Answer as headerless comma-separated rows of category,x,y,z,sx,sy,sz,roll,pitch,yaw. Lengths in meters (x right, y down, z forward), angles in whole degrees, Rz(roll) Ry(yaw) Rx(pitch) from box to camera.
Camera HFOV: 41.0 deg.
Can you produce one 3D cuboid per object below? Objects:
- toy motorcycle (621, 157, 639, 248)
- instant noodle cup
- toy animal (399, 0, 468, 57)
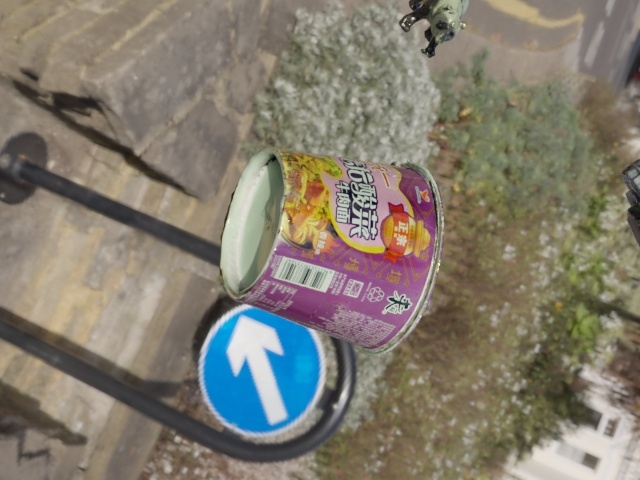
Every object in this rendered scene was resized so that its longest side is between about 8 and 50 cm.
toy motorcycle,0.424,0.061,0.902,0.143,0.327,0.188,-35,160,12
instant noodle cup,0.000,0.000,1.392,0.340,0.265,0.340,-43,-140,51
toy animal,0.222,-0.420,1.590,0.121,0.094,0.225,-36,-164,29
